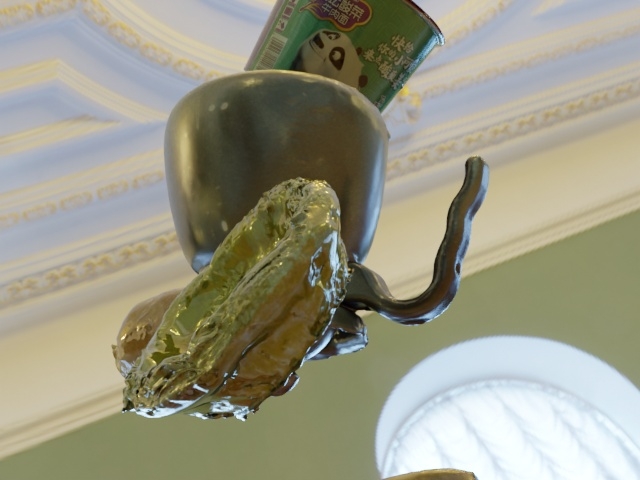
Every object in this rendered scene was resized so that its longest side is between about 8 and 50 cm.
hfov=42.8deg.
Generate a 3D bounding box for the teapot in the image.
[{"bbox_3d":[-0.005,0.007,0.788,0.305,0.285,0.223,1,-17,0],"label":"teapot"}]

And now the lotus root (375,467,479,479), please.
[{"bbox_3d":[0.092,0.381,1.020,0.290,0.193,0.193,-21,-41,3],"label":"lotus root"}]

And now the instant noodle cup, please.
[{"bbox_3d":[0.020,-0.265,1.145,0.251,0.251,0.190,28,-83,-46],"label":"instant noodle cup"}]

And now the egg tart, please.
[{"bbox_3d":[-0.045,0.047,0.534,0.078,0.197,0.197,38,-75,-12],"label":"egg tart"}]

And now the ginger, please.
[{"bbox_3d":[-0.157,0.132,1.026,0.138,0.267,0.152,57,-131,-32],"label":"ginger"}]
